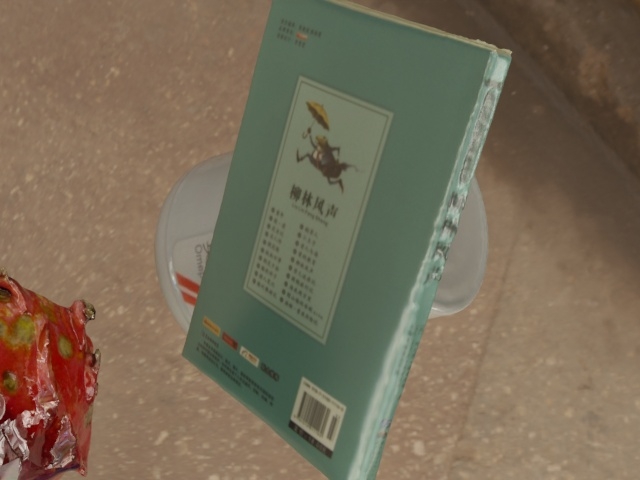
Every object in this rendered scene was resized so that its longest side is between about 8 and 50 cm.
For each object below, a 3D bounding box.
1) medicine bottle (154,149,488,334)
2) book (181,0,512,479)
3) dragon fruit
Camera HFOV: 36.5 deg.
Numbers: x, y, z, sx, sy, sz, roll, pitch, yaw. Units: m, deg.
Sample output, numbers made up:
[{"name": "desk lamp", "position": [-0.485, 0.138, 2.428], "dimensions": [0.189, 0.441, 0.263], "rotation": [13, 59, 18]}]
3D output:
[{"name": "medicine bottle", "position": [0.000, 0.000, 1.049], "dimensions": [0.245, 0.306, 0.245], "rotation": [19, 65, -47]}, {"name": "book", "position": [0.000, -0.011, 0.830], "dimensions": [0.031, 0.264, 0.379], "rotation": [0, 113, -45]}, {"name": "dragon fruit", "position": [-0.256, 0.166, 0.877], "dimensions": [0.161, 0.126, 0.274], "rotation": [1, 119, -43]}]
